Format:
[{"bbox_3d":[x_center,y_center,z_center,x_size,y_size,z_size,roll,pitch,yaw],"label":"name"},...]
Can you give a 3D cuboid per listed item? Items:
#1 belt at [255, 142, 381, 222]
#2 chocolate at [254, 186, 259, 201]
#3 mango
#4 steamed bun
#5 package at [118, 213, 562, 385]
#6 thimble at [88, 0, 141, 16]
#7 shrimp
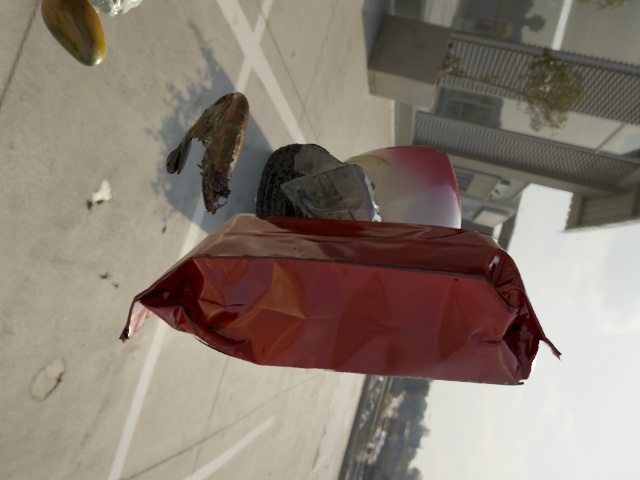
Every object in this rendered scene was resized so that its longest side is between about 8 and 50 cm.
[{"bbox_3d":[0.000,0.000,0.855,0.164,0.184,0.289,16,64,-74],"label":"belt"},{"bbox_3d":[-0.070,-0.100,1.166,0.133,0.124,0.127,104,-20,-70],"label":"chocolate"},{"bbox_3d":[-0.471,-0.410,1.140,0.163,0.090,0.111,57,25,-12],"label":"mango"},{"bbox_3d":[0.152,-0.065,1.176,0.309,0.310,0.309,15,90,-80],"label":"steamed bun"},{"bbox_3d":[0.022,0.053,0.634,0.196,0.424,0.123,-70,164,-76],"label":"package"},{"bbox_3d":[-0.497,-0.645,1.284,0.195,0.292,0.291,-52,-167,54],"label":"thimble"},{"bbox_3d":[-0.131,-0.089,0.638,0.034,0.124,0.178,36,45,-40],"label":"shrimp"}]
